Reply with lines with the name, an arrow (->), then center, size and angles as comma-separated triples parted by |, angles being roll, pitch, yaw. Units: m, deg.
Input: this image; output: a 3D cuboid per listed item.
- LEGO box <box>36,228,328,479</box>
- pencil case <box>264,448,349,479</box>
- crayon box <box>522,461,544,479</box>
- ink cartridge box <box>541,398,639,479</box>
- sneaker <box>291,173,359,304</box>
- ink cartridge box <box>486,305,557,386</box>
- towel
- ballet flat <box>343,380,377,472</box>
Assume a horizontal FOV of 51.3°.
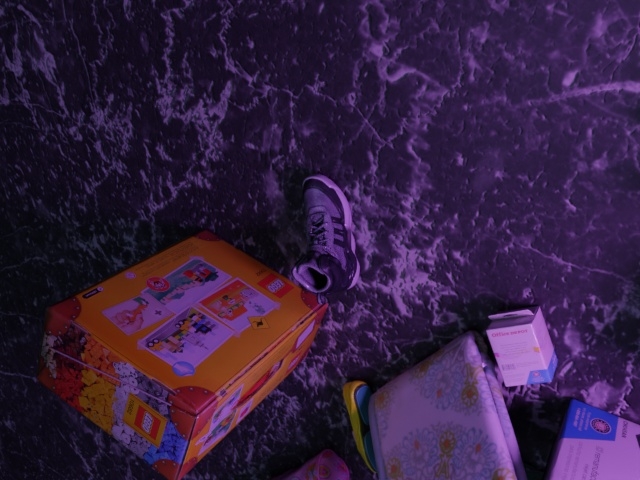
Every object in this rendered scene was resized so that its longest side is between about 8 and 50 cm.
LEGO box -> -0.274, 0.208, 1.435 | 0.373, 0.500, 0.193 | 31, 121, 16
pencil case -> -0.049, 0.637, 1.712 | 0.284, 0.124, 0.124 | -37, 90, 33
crayon box -> 0.455, 0.581, 1.427 | 0.279, 0.081, 0.165 | 21, 119, 20
ink cartridge box -> 0.602, 0.489, 1.186 | 0.395, 0.285, 0.166 | 20, 117, 21
sneaker -> 0.000, 0.000, 1.405 | 0.101, 0.153, 0.268 | -7, 106, 31
ink cartridge box -> 0.393, 0.198, 1.303 | 0.092, 0.090, 0.143 | -14, 101, 32
towel -> 0.247, 0.414, 1.354 | 0.090, 0.374, 0.320 | 25, 130, -34
ballet flat -> 0.103, 0.436, 1.582 | 0.077, 0.077, 0.230 | -1, 107, 52
